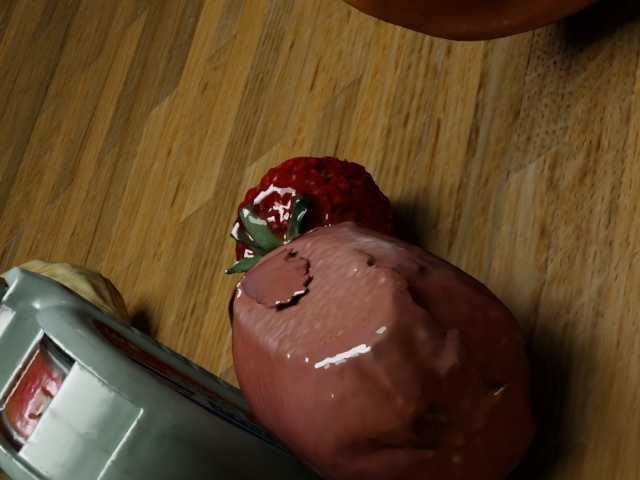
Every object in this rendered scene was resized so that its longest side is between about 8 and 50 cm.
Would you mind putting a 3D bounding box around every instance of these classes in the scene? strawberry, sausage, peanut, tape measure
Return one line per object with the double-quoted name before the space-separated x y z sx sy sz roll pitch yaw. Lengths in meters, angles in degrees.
"strawberry" 0.004 0.005 1.361 0.131 0.148 0.131 2 93 35
"sausage" 0.029 0.071 1.140 0.152 0.152 0.280 -61 20 -1
"peanut" -0.254 0.089 1.799 0.147 0.147 0.305 -64 17 -9
"tape measure" -0.112 0.140 1.240 0.125 0.243 0.246 -58 21 4

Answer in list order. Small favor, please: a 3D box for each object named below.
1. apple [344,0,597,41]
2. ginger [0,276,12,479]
"apple" 0.110 -0.274 1.228 0.299 0.299 0.275 -2 75 66
"ginger" -0.244 0.138 1.487 0.176 0.256 0.375 -41 34 7
